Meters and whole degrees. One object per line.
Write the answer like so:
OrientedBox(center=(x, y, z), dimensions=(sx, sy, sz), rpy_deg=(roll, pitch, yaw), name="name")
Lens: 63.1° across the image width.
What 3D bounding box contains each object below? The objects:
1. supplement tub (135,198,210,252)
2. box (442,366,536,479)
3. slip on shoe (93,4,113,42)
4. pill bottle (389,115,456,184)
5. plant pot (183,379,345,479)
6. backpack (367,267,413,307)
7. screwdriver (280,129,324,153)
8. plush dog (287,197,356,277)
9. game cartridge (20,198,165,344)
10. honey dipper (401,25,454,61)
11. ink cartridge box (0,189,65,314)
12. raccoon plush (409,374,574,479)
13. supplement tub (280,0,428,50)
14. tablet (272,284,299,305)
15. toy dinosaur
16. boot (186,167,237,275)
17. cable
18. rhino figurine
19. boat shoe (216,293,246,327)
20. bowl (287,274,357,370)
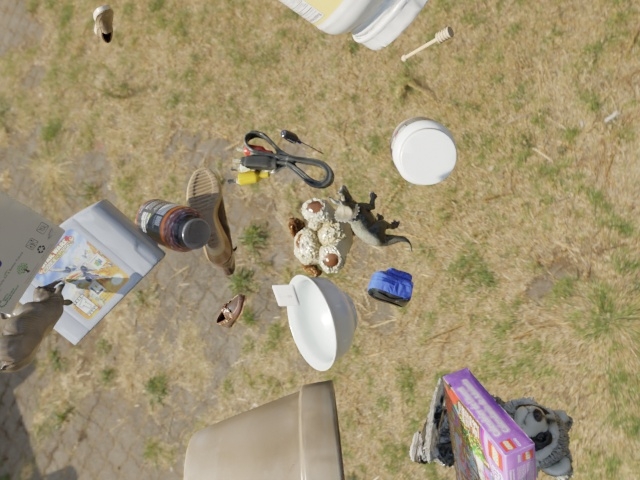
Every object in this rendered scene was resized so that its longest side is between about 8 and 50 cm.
OrientedBox(center=(-0.332, -0.032, 1.185), dimensions=(0.198, 0.106, 0.106), rpy_deg=(16, 90, 44), name="supplement tub")
OrientedBox(center=(0.306, 0.406, 0.942), dimensions=(0.057, 0.293, 0.201), rpy_deg=(-18, 26, -10), name="box")
OrientedBox(center=(-0.544, -0.545, 1.317), dimensions=(0.041, 0.051, 0.135), rpy_deg=(58, 151, -8), name="slip on shoe")
OrientedBox(center=(0.262, -0.232, 1.341), dimensions=(0.162, 0.278, 0.162), rpy_deg=(2, 107, 5), name="pill bottle")
OrientedBox(center=(-0.093, 0.444, 0.977), dimensions=(0.280, 0.323, 0.323), rpy_deg=(-8, 77, 0), name="plant pot")
OrientedBox(center=(0.200, 0.132, 1.507), dimensions=(0.120, 0.098, 0.101), rpy_deg=(15, 62, 2), name="backpack")
OrientedBox(center=(-0.042, -0.233, 1.271), dimensions=(0.025, 0.170, 0.024), rpy_deg=(-41, 61, 17), name="screwdriver")
OrientedBox(center=(0.000, 0.000, 1.808), dimensions=(0.225, 0.210, 0.262), rpy_deg=(-24, 81, 34), name="plush dog")
OrientedBox(center=(-0.498, 0.064, 1.097), dimensions=(0.297, 0.062, 0.198), rpy_deg=(-43, 108, 11), name="game cartridge")
OrientedBox(center=(0.274, -0.508, 1.362), dimensions=(0.161, 0.030, 0.030), rpy_deg=(-16, 74, 47), name="honey dipper")
OrientedBox(center=(-0.525, -0.020, 0.723), dimensions=(0.065, 0.332, 0.165), rpy_deg=(22, 73, 20), name="ink cartridge box")
OrientedBox(center=(0.417, 0.480, 1.294), dimensions=(0.299, 0.446, 0.216), rpy_deg=(14, 68, 4), name="raccoon plush")
OrientedBox(center=(-0.001, -0.443, 0.715), dimensions=(0.241, 0.331, 0.241), rpy_deg=(-49, 25, 32), name="supplement tub")
OrientedBox(center=(-0.083, 0.134, 1.263), dimensions=(0.054, 0.083, 0.006), rpy_deg=(-3, 48, 9), name="tablet")
OrientedBox(center=(0.156, -0.051, 1.674), dimensions=(0.313, 0.160, 0.121), rpy_deg=(49, 145, -6), name="toy dinosaur")
OrientedBox(center=(-0.280, -0.043, 1.367), dimensions=(0.090, 0.207, 0.248), rpy_deg=(-11, 71, -4), name="boot")
OrientedBox(center=(-0.096, -0.195, 1.296), dimensions=(0.287, 0.072, 0.139), rpy_deg=(8, 77, 14), name="cable")
OrientedBox(center=(-0.543, 0.152, 0.973), dimensions=(0.106, 0.243, 0.073), rpy_deg=(-5, 122, 8), name="rhino figurine")
OrientedBox(center=(-0.317, 0.252, 1.843), dimensions=(0.207, 0.073, 0.073), rpy_deg=(123, 155, -45), name="boat shoe")
OrientedBox(center=(0.021, 0.237, 1.596), dimensions=(0.298, 0.134, 0.298), rpy_deg=(29, 124, 54), name="bowl")
